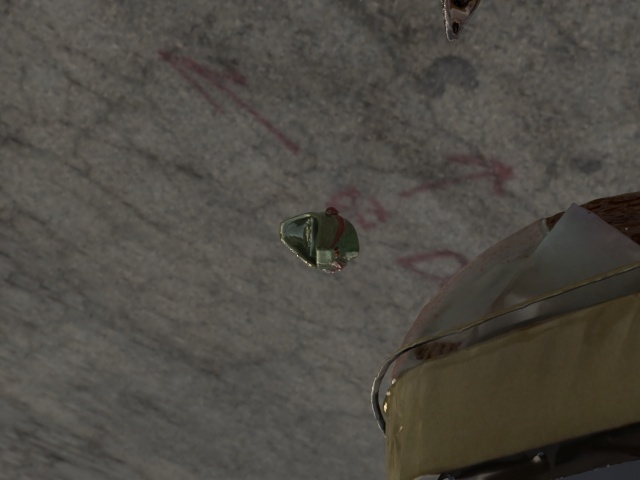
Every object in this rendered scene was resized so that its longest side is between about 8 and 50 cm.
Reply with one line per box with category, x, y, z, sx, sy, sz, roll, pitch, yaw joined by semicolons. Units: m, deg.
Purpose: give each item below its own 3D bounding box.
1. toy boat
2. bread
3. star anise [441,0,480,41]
toy boat;0.001;0.000;1.311;0.071;0.089;0.185;-3;-168;-19
bread;0.134;0.062;0.488;0.224;0.212;0.142;-22;114;27
star anise;0.109;-0.251;0.857;0.212;0.157;0.053;29;-167;-34
